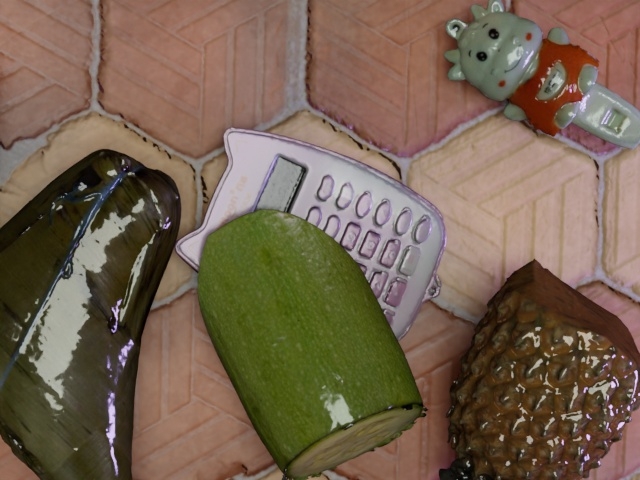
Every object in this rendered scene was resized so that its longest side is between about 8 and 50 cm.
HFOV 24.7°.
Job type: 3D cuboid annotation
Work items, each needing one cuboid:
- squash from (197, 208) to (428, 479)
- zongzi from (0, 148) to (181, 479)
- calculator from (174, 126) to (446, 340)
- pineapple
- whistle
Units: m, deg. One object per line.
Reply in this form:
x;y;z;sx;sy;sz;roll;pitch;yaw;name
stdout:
-0.018;0.110;1.590;0.189;0.189;0.260;-27;71;-5;squash
-0.212;0.117;1.507;0.323;0.160;0.360;-42;83;4;zongzi
0.000;0.000;1.612;0.294;0.043;0.194;24;88;-10;calculator
0.202;0.218;1.577;0.202;0.202;0.362;29;102;-6;pineapple
0.246;-0.175;1.603;0.253;0.106;0.102;30;129;-7;whistle
